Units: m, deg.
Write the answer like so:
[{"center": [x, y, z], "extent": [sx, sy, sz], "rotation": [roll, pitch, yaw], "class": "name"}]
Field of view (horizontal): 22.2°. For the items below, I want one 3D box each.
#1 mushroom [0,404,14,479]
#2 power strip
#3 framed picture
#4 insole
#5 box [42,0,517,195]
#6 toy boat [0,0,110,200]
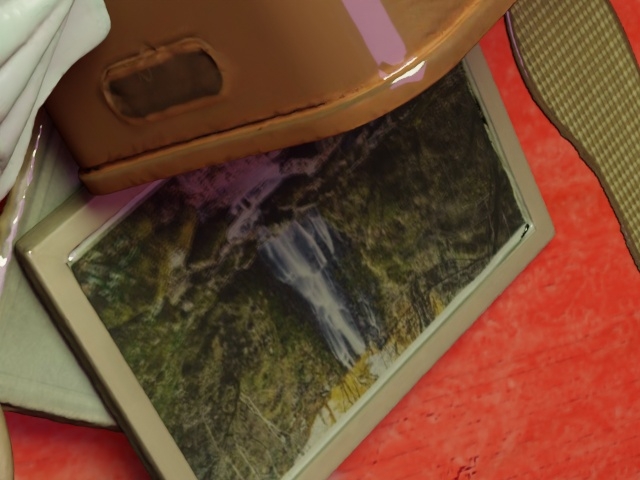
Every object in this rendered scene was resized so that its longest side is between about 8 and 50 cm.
[{"center": [-0.237, 0.126, 0.747], "extent": [0.206, 0.209, 0.206], "rotation": [-21, 137, -21], "class": "mushroom"}, {"center": [-0.096, 0.007, 0.890], "extent": [0.213, 0.064, 0.198], "rotation": [20, 84, -41], "class": "power strip"}, {"center": [0.000, 0.000, 0.919], "extent": [0.324, 0.020, 0.240], "rotation": [-43, 123, -29], "class": "framed picture"}, {"center": [0.192, -0.077, 1.072], "extent": [0.086, 0.005, 0.253], "rotation": [-40, 114, -18], "class": "insole"}, {"center": [-0.012, -0.218, 0.772], "extent": [0.339, 0.239, 0.229], "rotation": [-46, 113, -38], "class": "box"}, {"center": [-0.212, -0.033, 0.618], "extent": [0.290, 0.100, 0.199], "rotation": [-43, 152, -15], "class": "toy boat"}]
